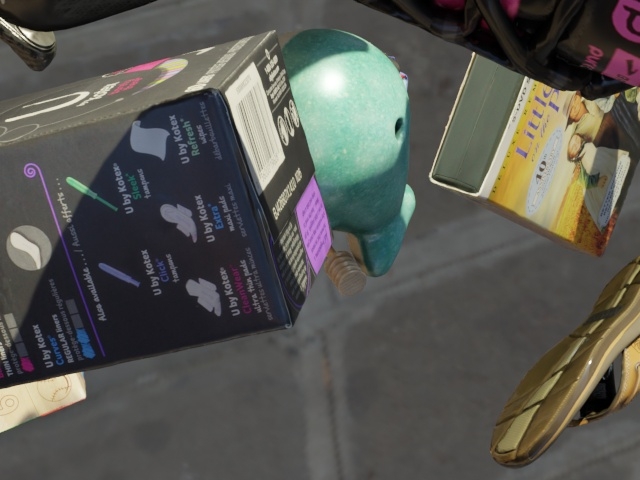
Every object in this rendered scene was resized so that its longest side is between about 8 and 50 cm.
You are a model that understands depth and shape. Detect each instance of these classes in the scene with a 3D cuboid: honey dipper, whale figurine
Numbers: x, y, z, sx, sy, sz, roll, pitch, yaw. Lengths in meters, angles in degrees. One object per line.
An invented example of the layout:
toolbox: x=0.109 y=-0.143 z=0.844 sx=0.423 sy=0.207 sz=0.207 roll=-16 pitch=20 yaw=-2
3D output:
honey dipper: x=0.000 y=0.000 z=1.538 sx=0.030 sy=0.161 sz=0.030 roll=-13 pitch=125 yaw=-19
whale figurine: x=0.033 y=-0.072 z=1.424 sx=0.272 sy=0.141 sz=0.216 roll=52 pitch=51 yaw=-45

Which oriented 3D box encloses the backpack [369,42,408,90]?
backpack: x=-0.012 y=-0.135 z=1.652 sx=0.117 sy=0.173 sz=0.158 roll=10 pitch=87 yaw=-65

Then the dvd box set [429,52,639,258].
dvd box set: x=0.266 y=-0.158 z=1.645 sx=0.420 sy=0.062 sz=0.308 roll=21 pitch=90 yaw=-63

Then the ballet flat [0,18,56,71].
ballet flat: x=-0.345 y=-0.238 z=1.617 sx=0.173 sy=0.049 sz=0.057 roll=42 pitch=44 yaw=6

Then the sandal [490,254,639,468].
sandal: x=0.206 y=0.086 z=1.125 sx=0.060 sy=0.090 sz=0.219 roll=47 pitch=64 yaw=-7

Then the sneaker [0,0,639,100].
sneaker: x=0.083 y=-0.151 z=0.615 sx=0.482 sy=0.185 sz=0.202 roll=-10 pitch=76 yaw=2

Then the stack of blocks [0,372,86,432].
stack of blocks: x=-0.301 y=-0.002 z=1.363 sx=0.087 sy=0.171 sz=0.297 roll=-22 pitch=106 yaw=-4

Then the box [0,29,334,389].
box: x=-0.147 y=-0.012 z=0.925 sx=0.270 sy=0.165 sz=0.143 roll=-13 pitch=105 yaw=14
